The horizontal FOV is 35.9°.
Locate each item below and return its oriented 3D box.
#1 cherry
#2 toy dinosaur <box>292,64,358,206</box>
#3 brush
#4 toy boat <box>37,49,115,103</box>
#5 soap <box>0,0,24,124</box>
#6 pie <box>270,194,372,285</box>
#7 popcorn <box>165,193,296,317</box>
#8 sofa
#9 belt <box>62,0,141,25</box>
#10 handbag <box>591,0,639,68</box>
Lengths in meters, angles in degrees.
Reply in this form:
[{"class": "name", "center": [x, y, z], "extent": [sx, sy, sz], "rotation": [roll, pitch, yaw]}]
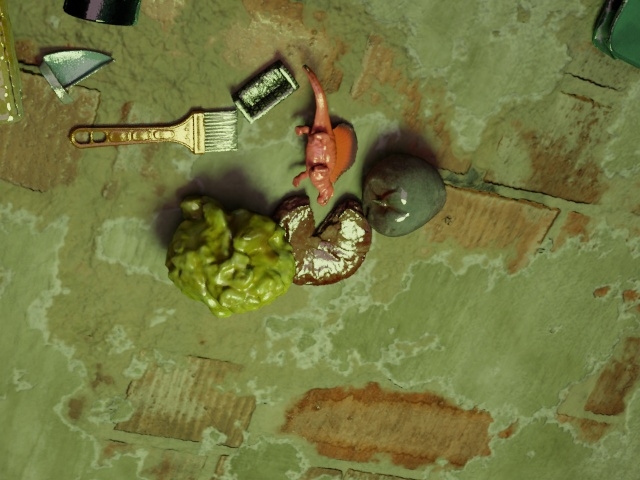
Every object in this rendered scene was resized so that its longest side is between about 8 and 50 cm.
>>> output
[{"class": "cherry", "center": [0.164, -0.094, 1.946], "extent": [0.176, 0.140, 0.176], "rotation": [-27, 135, -30]}, {"class": "toy dinosaur", "center": [0.023, -0.202, 1.888], "extent": [0.139, 0.070, 0.286], "rotation": [-15, 119, -32]}, {"class": "brush", "center": [-0.309, -0.198, 1.839], "extent": [0.314, 0.017, 0.090], "rotation": [-4, 118, -12]}, {"class": "toy boat", "center": [-0.428, -0.308, 1.747], "extent": [0.122, 0.034, 0.096], "rotation": [-35, 120, -5]}, {"class": "soap", "center": [-0.651, -0.347, 1.594], "extent": [0.293, 0.156, 0.335], "rotation": [-10, 119, -12]}, {"class": "pie", "center": [0.000, 0.000, 1.998], "extent": [0.218, 0.054, 0.204], "rotation": [-8, 118, -10]}, {"class": "popcorn", "center": [-0.176, 0.021, 1.886], "extent": [0.236, 0.206, 0.252], "rotation": [-19, 94, 23]}, {"class": "sofa", "center": [-0.103, -0.277, 1.837], "extent": [0.118, 0.039, 0.060], "rotation": [-36, 119, 5]}, {"class": "belt", "center": [-0.368, -0.397, 1.665], "extent": [0.140, 0.105, 0.058], "rotation": [-3, 116, -42]}, {"class": "handbag", "center": [0.685, -0.448, 1.923], "extent": [0.274, 0.100, 0.269], "rotation": [16, 108, -22]}]
